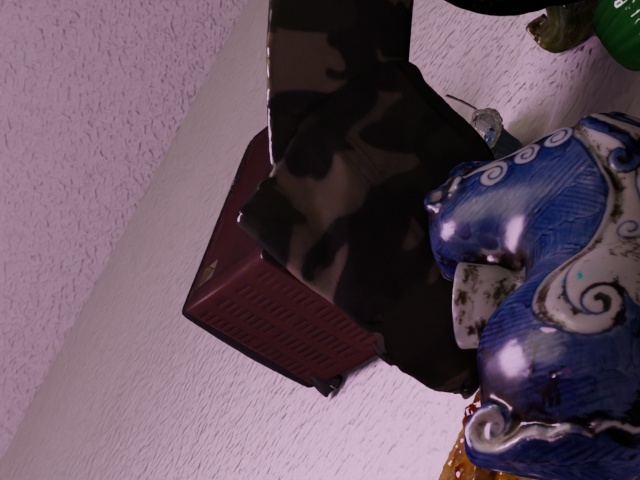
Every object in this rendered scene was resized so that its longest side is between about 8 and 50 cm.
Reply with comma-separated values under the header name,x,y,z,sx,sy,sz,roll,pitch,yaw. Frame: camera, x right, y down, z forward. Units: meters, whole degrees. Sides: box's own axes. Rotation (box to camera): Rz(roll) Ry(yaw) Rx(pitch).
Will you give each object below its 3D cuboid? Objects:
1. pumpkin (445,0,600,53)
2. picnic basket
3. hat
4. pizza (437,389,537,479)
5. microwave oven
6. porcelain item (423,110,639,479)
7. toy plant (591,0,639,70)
name,x,y,z,sx,sy,sz,roll,pitch,yaw
pumpkin,0.210,-0.296,1.260,0.296,0.296,0.296,-52,18,25
picnic basket,0.143,-0.092,1.327,0.065,0.083,0.083,-68,15,-11
hat,0.078,-0.098,1.099,0.366,0.257,0.382,-12,-55,-77
pizza,0.132,0.135,1.010,0.246,0.058,0.127,-58,17,13
microwave oven,-0.001,-0.001,1.418,0.188,0.178,0.247,-38,27,51
porcelain item,0.149,0.030,0.875,0.186,0.138,0.288,-5,41,17
toy plant,0.302,-0.231,1.077,0.240,0.088,0.154,-57,24,7
